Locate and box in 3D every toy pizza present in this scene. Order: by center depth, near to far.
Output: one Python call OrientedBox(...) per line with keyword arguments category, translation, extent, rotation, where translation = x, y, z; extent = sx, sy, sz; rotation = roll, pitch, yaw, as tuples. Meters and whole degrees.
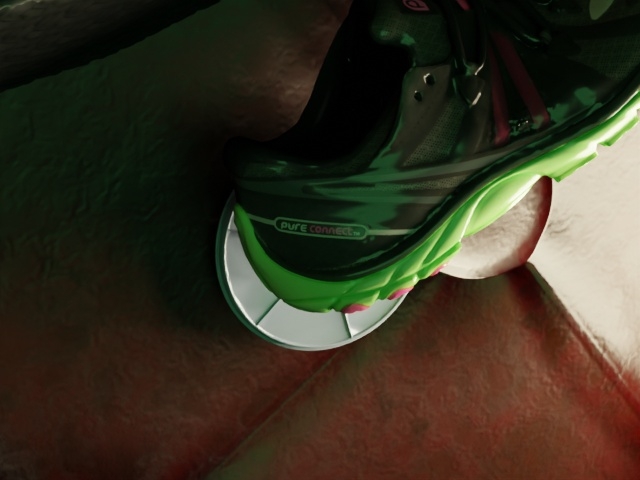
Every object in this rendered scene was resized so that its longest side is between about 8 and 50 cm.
OrientedBox(category="toy pizza", translation=(0.000, 0.000, 1.235), extent=(0.201, 0.032, 0.201), rotation=(-7, 108, -21))

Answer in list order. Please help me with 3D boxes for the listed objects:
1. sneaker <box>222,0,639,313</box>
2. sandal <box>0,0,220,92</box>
OrientedBox(category="sneaker", translation=(0.125, -0.142, 1.138), extent=(0.483, 0.185, 0.202), rotation=(-40, 116, -16))
OrientedBox(category="sandal", translation=(-0.161, -0.212, 1.027), extent=(0.445, 0.167, 0.107), rotation=(-28, 83, -27))
